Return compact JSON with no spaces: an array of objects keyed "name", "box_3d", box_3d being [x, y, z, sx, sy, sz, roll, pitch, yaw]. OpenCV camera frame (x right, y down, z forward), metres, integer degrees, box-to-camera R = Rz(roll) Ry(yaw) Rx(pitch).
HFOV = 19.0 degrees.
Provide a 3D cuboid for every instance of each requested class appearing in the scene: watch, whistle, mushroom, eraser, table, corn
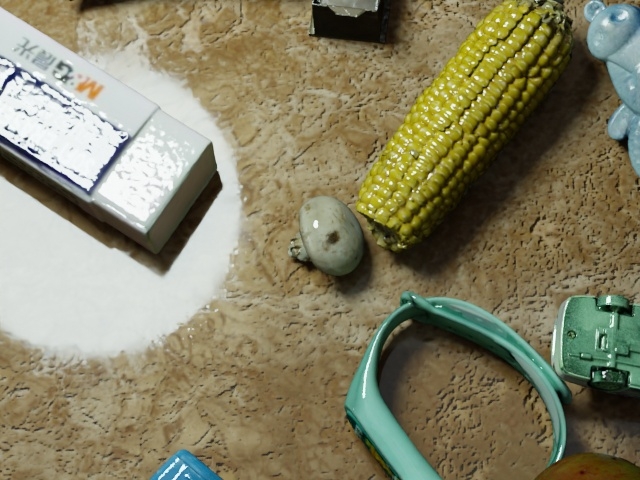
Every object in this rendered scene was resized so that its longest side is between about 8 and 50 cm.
[{"name":"watch","box_3d":[0.132,0.161,1.881,0.195,0.068,0.237,-36,76,-10]},{"name":"whistle","box_3d":[0.368,-0.150,1.959,0.269,0.093,0.180,46,103,14]},{"name":"mushroom","box_3d":[0.000,0.000,1.941,0.079,0.085,0.085,-26,71,24]},{"name":"eraser","box_3d":[-0.256,-0.116,1.974,0.287,0.086,0.130,31,75,11]},{"name":"table","box_3d":[0.031,-0.258,2.010,0.083,0.082,0.070,7,73,4]},{"name":"corn","box_3d":[0.149,-0.125,1.953,0.115,0.115,0.318,37,80,13]}]

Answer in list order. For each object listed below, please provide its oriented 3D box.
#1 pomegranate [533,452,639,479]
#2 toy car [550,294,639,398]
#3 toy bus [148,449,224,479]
[{"name":"pomegranate","box_3d":[0.281,0.284,1.795,0.210,0.180,0.180,-4,69,-31]},{"name":"toy car","box_3d":[0.334,0.116,1.883,0.224,0.076,0.090,12,69,-12]},{"name":"toy bus","box_3d":[-0.071,0.314,1.806,0.246,0.134,0.113,39,78,14]}]
